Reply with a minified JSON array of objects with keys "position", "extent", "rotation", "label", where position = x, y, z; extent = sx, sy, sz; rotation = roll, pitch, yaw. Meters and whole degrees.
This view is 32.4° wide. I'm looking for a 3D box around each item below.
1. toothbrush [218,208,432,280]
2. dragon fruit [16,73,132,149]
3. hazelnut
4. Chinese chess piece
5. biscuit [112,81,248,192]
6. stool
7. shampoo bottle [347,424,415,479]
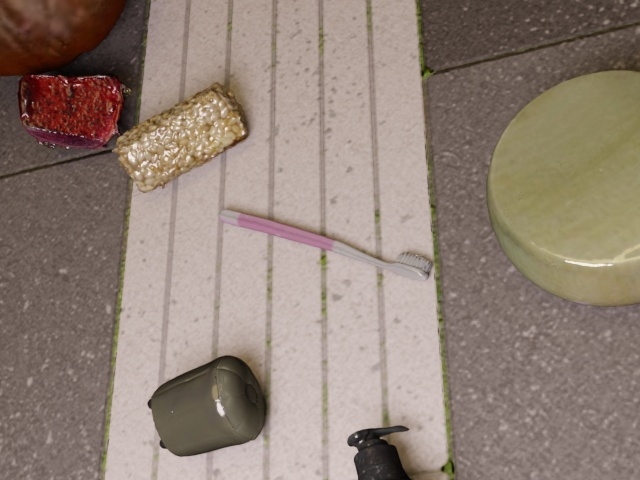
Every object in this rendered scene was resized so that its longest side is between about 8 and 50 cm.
[{"position":[0.000,0.000,1.266],"extent":[0.286,0.020,0.025],"rotation":[16,60,30],"label":"toothbrush"},{"position":[-0.330,-0.166,1.476],"extent":[0.147,0.096,0.102],"rotation":[7,71,-7],"label":"dragon fruit"},{"position":[-0.429,-0.377,1.487],"extent":[0.372,0.372,0.315],"rotation":[14,105,30],"label":"hazelnut"},{"position":[0.294,-0.053,1.117],"extent":[0.250,0.101,0.250],"rotation":[-11,58,18],"label":"Chinese chess piece"},{"position":[-0.174,-0.129,1.386],"extent":[0.168,0.082,0.070],"rotation":[-29,29,6],"label":"biscuit"},{"position":[-0.119,0.179,1.168],"extent":[0.110,0.096,0.096],"rotation":[-21,55,16],"label":"stool"},{"position":[0.080,0.298,1.004],"extent":[0.101,0.101,0.284],"rotation":[-24,55,9],"label":"shampoo bottle"}]
